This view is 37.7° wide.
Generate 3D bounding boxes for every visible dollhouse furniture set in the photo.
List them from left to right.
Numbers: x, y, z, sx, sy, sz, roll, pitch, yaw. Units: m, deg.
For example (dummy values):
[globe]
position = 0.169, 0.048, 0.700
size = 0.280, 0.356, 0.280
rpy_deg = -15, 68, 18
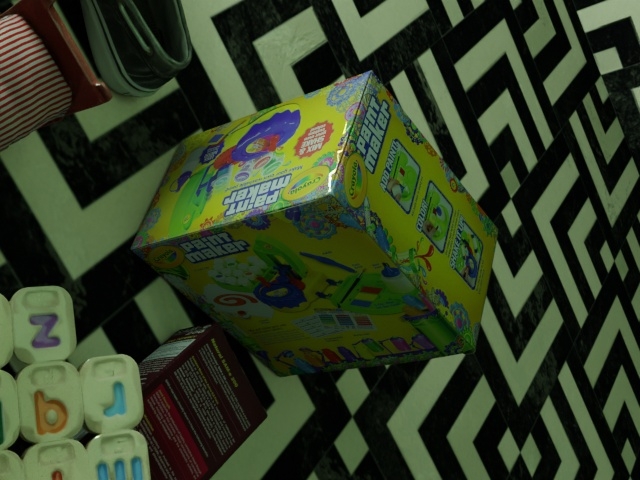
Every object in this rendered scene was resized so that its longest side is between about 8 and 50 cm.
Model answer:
[dollhouse furniture set]
position = -0.376, -0.217, 0.775
size = 0.374, 0.152, 0.201
rpy_deg = 60, 41, -20

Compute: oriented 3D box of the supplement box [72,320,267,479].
[supplement box]
position = -0.169, 0.201, 0.972
size = 0.239, 0.073, 0.130
rpy_deg = -40, 110, -47

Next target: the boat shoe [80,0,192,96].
[boat shoe]
position = -0.218, -0.330, 1.032
size = 0.121, 0.119, 0.335
rpy_deg = -31, 104, -51

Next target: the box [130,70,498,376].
[box]
position = 0.000, 0.000, 1.068
size = 0.279, 0.289, 0.177
rpy_deg = 46, 47, -34

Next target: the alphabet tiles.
[alphabet tiles]
position = -0.287, 0.181, 0.803
size = 0.284, 0.021, 0.278
rpy_deg = -3, 79, -32
